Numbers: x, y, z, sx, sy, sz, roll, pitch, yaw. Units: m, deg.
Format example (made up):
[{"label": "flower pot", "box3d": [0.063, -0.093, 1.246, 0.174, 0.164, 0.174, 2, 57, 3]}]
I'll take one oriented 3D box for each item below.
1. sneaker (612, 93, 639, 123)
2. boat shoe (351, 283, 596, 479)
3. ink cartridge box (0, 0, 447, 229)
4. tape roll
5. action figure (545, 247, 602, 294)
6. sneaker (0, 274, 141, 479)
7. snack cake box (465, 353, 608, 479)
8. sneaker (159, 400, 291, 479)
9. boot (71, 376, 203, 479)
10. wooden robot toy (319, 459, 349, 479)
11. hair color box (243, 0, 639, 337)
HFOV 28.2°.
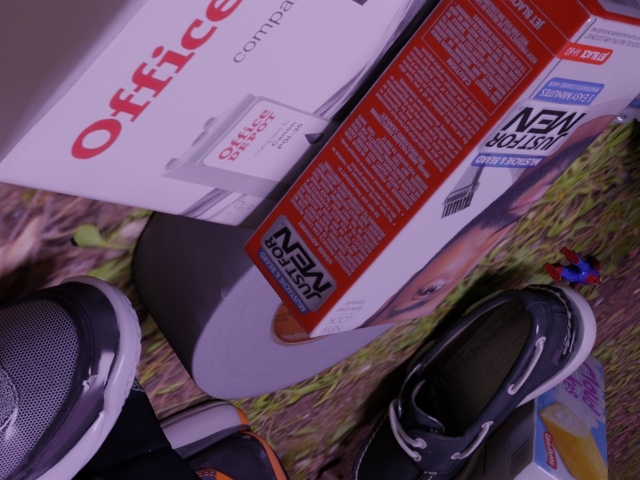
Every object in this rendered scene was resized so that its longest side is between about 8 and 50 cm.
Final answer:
[{"label": "sneaker", "box3d": [0.231, -0.155, 0.763, 0.297, 0.129, 0.111, -8, 150, -16]}, {"label": "boat shoe", "box3d": [0.112, 0.144, 1.145, 0.091, 0.114, 0.302, 7, 129, -48]}, {"label": "ink cartridge box", "box3d": [-0.003, -0.110, 0.503, 0.207, 0.117, 0.283, -45, 156, 19]}, {"label": "tape roll", "box3d": [0.000, 0.000, 0.765, 0.219, 0.072, 0.219, -29, 155, -15]}, {"label": "action figure", "box3d": [0.249, 0.031, 1.219, 0.038, 0.030, 0.115, -49, 156, 14]}, {"label": "sneaker", "box3d": [-0.215, 0.097, 0.604, 0.268, 0.101, 0.153, -34, 159, 0]}, {"label": "snack cake box", "box3d": [0.192, 0.207, 1.223, 0.152, 0.089, 0.264, -51, -172, 27]}, {"label": "sneaker", "box3d": [-0.144, 0.251, 0.888, 0.321, 0.180, 0.124, -27, 154, -22]}, {"label": "boot", "box3d": [-0.163, 0.196, 0.731, 0.246, 0.207, 0.094, -38, 156, 3]}, {"label": "wooden robot toy", "box3d": [-0.024, 0.297, 1.264, 0.173, 0.079, 0.076, -37, 156, -2]}, {"label": "hair color box", "box3d": [0.056, -0.038, 0.503, 0.093, 0.053, 0.167, -6, 143, -53]}]
